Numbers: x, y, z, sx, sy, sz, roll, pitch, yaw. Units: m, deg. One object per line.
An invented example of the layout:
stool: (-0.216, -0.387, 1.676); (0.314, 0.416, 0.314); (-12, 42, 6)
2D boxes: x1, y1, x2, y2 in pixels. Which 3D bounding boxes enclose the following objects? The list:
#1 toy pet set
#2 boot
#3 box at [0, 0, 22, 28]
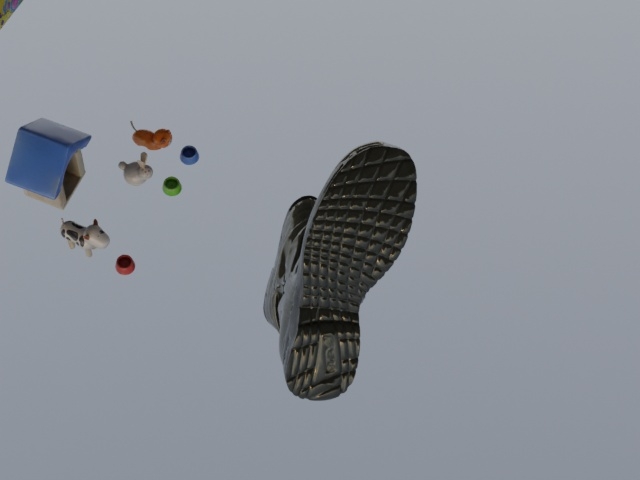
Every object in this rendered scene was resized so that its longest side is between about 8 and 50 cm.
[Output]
toy pet set: (-0.168, -0.055, 1.325); (0.114, 0.065, 0.122); (21, -118, 11)
boot: (0.000, 0.000, 1.508); (0.083, 0.246, 0.161); (9, -153, -19)
box: (-0.441, -0.233, 1.497); (0.290, 0.177, 0.279); (15, -130, 13)
